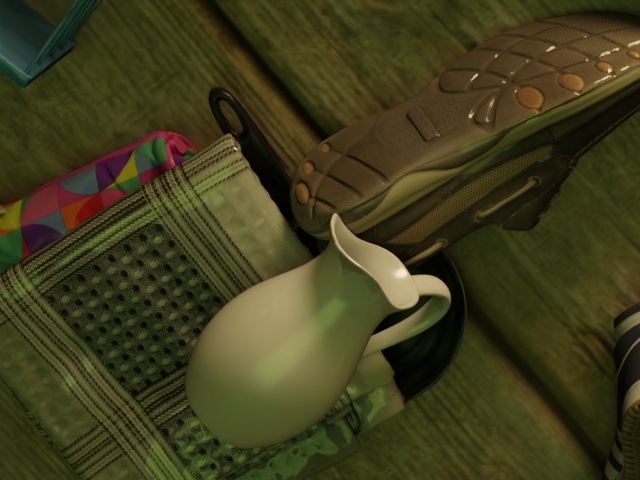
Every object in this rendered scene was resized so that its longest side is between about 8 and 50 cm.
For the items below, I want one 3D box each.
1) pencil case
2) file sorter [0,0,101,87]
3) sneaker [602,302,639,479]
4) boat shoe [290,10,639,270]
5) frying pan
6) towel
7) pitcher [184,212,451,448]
[{"bbox_3d":[-0.215,-0.022,1.655,0.236,0.104,0.104,-21,105,13],"label":"pencil case"},{"bbox_3d":[-0.254,-0.222,1.554,0.118,0.170,0.104,36,107,-5],"label":"file sorter"},{"bbox_3d":[0.305,0.171,1.658,0.099,0.153,0.282,5,139,3],"label":"sneaker"},{"bbox_3d":[0.148,-0.079,1.575,0.355,0.132,0.130,-25,130,3],"label":"boat shoe"},{"bbox_3d":[-0.015,0.024,1.665,0.326,0.053,0.197,36,108,-4],"label":"frying pan"},{"bbox_3d":[-0.121,0.111,1.619,0.312,0.056,0.324,-31,112,8],"label":"towel"},{"bbox_3d":[0.000,0.087,1.534,0.207,0.125,0.177,-44,139,20],"label":"pitcher"}]
